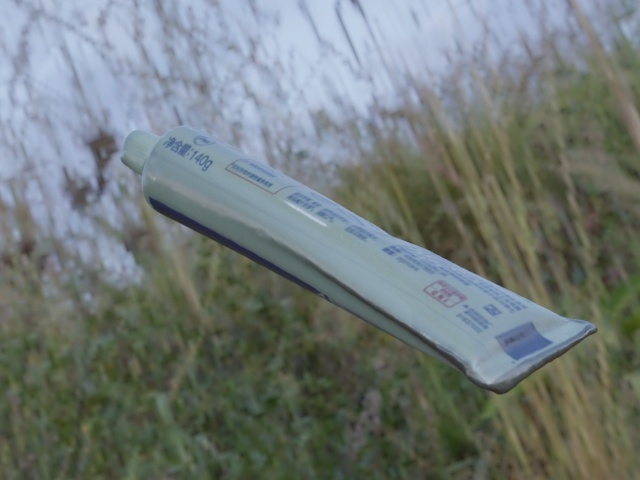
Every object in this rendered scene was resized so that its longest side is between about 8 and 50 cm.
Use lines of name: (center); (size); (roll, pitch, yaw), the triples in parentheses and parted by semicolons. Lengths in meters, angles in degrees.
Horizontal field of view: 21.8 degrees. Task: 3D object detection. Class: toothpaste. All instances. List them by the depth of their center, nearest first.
toothpaste: (0.001, 0.000, 0.784); (0.069, 0.268, 0.047); (20, -85, -55)
